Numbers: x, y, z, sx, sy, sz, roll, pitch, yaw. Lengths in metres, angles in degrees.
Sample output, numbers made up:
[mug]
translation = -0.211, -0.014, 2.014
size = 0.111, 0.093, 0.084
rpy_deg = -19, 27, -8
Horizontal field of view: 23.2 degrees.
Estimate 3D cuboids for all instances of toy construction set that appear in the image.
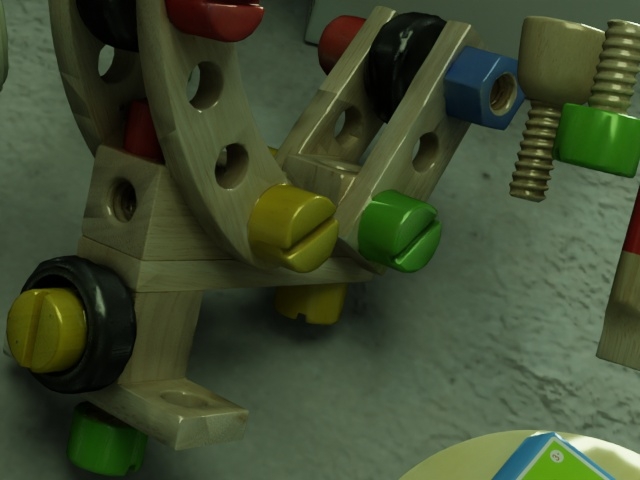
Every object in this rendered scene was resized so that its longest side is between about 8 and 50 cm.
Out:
[toy construction set]
translation = 0.000, 0.000, 0.701
size = 0.309, 0.257, 0.237
rpy_deg = 14, 93, 14

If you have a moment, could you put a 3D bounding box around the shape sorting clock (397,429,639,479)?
[shape sorting clock]
translation = 0.108, 0.175, 0.682
size = 0.206, 0.040, 0.206
rpy_deg = 6, 54, -9

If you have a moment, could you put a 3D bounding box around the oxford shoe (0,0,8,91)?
[oxford shoe]
translation = -0.312, -0.178, 0.740
size = 0.449, 0.169, 0.130
rpy_deg = 36, 50, 26

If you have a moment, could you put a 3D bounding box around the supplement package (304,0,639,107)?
[supplement package]
translation = 0.112, -0.209, 0.878
size = 0.194, 0.203, 0.149
rpy_deg = 13, 50, -8
